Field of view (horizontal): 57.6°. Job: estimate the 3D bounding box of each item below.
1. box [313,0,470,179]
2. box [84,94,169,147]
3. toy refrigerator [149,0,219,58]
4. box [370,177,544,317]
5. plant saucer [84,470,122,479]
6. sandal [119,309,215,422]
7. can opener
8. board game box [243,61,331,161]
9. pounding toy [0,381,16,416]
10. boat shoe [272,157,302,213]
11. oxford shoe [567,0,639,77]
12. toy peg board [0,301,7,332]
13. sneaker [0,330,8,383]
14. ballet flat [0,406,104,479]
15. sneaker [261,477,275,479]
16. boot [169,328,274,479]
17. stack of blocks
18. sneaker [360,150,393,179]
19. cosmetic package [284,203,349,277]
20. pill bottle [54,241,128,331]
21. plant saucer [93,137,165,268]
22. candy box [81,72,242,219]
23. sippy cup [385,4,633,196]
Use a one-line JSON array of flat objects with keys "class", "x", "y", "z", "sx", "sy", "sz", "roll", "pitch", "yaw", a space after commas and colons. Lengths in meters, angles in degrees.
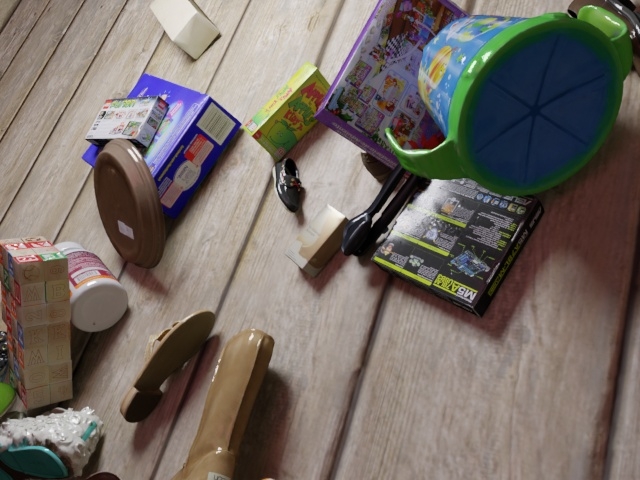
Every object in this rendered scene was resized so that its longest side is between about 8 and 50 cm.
[{"class": "box", "x": 0.144, "y": -0.273, "z": 0.959, "sx": 0.293, "sy": 0.201, "sz": 0.057, "roll": -62, "pitch": 14, "yaw": -13}, {"class": "box", "x": -0.435, "y": -0.264, "z": 1.302, "sx": 0.207, "sy": 0.036, "sz": 0.114, "roll": 9, "pitch": 69, "yaw": 39}, {"class": "toy refrigerator", "x": -0.377, "y": -0.611, "z": 1.610, "sx": 0.102, "sy": 0.094, "sz": 0.269, "roll": -46, "pitch": 46, "yaw": 11}, {"class": "box", "x": 0.197, "y": -0.007, "z": 0.858, "sx": 0.191, "sy": 0.045, "sz": 0.184, "roll": 25, "pitch": 81, "yaw": 41}, {"class": "plant saucer", "x": -0.369, "y": 0.473, "z": 0.964, "sx": 0.169, "sy": 0.029, "sz": 0.168, "roll": -17, "pitch": 55, "yaw": 26}, {"class": "sandal", "x": -0.290, "y": 0.203, "z": 1.038, "sx": 0.079, "sy": 0.088, "sz": 0.240, "roll": 35, "pitch": 90, "yaw": 37}, {"class": "can opener", "x": 0.100, "y": -0.049, "z": 0.925, "sx": 0.186, "sy": 0.059, "sz": 0.073, "roll": -51, "pitch": 21, "yaw": 11}, {"class": "board game box", "x": -0.056, "y": -0.254, "z": 1.157, "sx": 0.181, "sy": 0.092, "sz": 0.043, "roll": -45, "pitch": 46, "yaw": 3}, {"class": "pounding toy", "x": -0.711, "y": 0.313, "z": 1.091, "sx": 0.237, "sy": 0.110, "sz": 0.183, "roll": -23, "pitch": 19, "yaw": 7}, {"class": "boat shoe", "x": -0.059, "y": -0.105, "z": 1.095, "sx": 0.042, "sy": 0.049, "sz": 0.133, "roll": -35, "pitch": 43, "yaw": 23}, {"class": "oxford shoe", "x": 0.436, "y": -0.294, "z": 0.858, "sx": 0.096, "sy": 0.083, "sz": 0.227, "roll": -40, "pitch": 43, "yaw": 32}, {"class": "toy peg board", "x": -0.685, "y": 0.183, "z": 1.350, "sx": 0.161, "sy": 0.079, "sz": 0.160, "roll": -29, "pitch": 34, "yaw": 16}, {"class": "sneaker", "x": -0.711, "y": 0.308, "z": 1.244, "sx": 0.085, "sy": 0.086, "sz": 0.237, "roll": 14, "pitch": 83, "yaw": -2}, {"class": "ballet flat", "x": -0.573, "y": 0.389, "z": 1.115, "sx": 0.409, "sy": 0.147, "sz": 0.146, "roll": -11, "pitch": 57, "yaw": 26}, {"class": "sneaker", "x": -0.085, "y": 0.450, "z": 0.737, "sx": 0.121, "sy": 0.099, "sz": 0.262, "roll": 13, "pitch": 72, "yaw": 35}, {"class": "boot", "x": -0.166, "y": 0.297, "z": 0.893, "sx": 0.236, "sy": 0.089, "sz": 0.269, "roll": -36, "pitch": 31, "yaw": 42}, {"class": "stack of blocks", "x": -0.566, "y": 0.156, "z": 1.153, "sx": 0.171, "sy": 0.087, "sz": 0.297, "roll": 20, "pitch": 111, "yaw": 47}, {"class": "sneaker", "x": 0.129, "y": -0.199, "z": 1.006, "sx": 0.066, "sy": 0.071, "sz": 0.188, "roll": 11, "pitch": 70, "yaw": 39}, {"class": "cosmetic package", "x": 0.000, "y": 0.000, "z": 0.993, "sx": 0.115, "sy": 0.041, "sz": 0.060, "roll": -51, "pitch": 46, "yaw": -3}, {"class": "pill bottle", "x": -0.507, "y": 0.091, "z": 1.237, "sx": 0.221, "sy": 0.121, "sz": 0.121, "roll": 34, "pitch": 84, "yaw": 43}, {"class": "plant saucer", "x": -0.402, "y": -0.071, "z": 1.198, "sx": 0.278, "sy": 0.041, "sz": 0.277, "roll": 23, "pitch": 122, "yaw": 44}, {"class": "candy box", "x": -0.374, "y": -0.228, "z": 1.345, "sx": 0.317, "sy": 0.122, "sz": 0.268, "roll": 30, "pitch": 83, "yaw": 41}, {"class": "sippy cup", "x": 0.251, "y": -0.213, "z": 0.821, "sx": 0.306, "sy": 0.240, "sz": 0.224, "roll": -2, "pitch": 31, "yaw": -16}]
